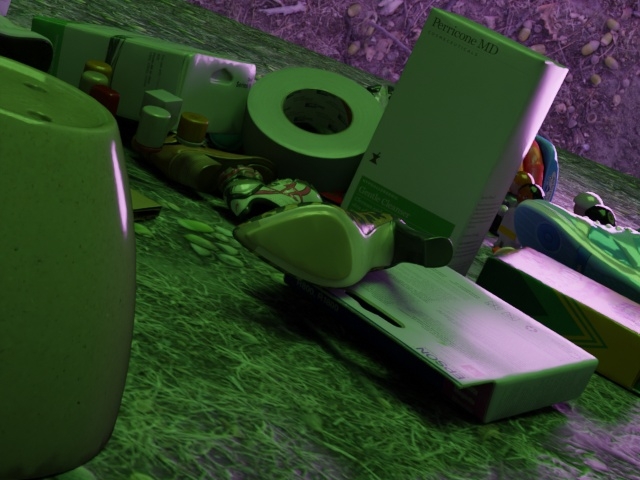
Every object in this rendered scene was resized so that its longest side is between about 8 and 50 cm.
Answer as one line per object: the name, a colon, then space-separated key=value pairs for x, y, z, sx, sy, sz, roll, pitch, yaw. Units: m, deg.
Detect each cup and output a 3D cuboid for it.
cup: x=-0.273 y=-0.012 z=0.929 sx=0.331 sy=0.237 sz=0.331 roll=22 pitch=14 yaw=-6

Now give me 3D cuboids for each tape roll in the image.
tape roll: x=-0.011 y=-0.173 z=1.905 sx=0.219 sy=0.072 sz=0.219 roll=8 pitch=44 yaw=-8

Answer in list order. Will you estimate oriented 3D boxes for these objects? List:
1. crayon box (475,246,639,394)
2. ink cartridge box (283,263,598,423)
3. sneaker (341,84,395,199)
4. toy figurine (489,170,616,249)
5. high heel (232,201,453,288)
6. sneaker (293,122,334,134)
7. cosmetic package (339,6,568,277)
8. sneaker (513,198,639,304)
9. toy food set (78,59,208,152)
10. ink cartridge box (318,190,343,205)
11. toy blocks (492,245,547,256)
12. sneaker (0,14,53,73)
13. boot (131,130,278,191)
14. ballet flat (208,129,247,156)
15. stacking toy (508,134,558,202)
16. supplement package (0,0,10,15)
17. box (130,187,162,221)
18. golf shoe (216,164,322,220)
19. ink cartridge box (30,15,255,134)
crayon box: x=0.398 y=0.119 z=1.817 sx=0.318 sy=0.081 sz=0.202 roll=29 pitch=15 yaw=20
ink cartridge box: x=0.121 y=0.101 z=1.478 sx=0.324 sy=0.071 sz=0.330 roll=34 pitch=21 yaw=33
sneaker: x=0.101 y=-0.136 z=2.058 sx=0.107 sy=0.110 sz=0.275 roll=5 pitch=51 yaw=11
toy figurine: x=0.423 y=-0.036 z=2.269 sx=0.209 sy=0.148 sz=0.213 roll=24 pitch=15 yaw=0
high heel: x=0.000 y=0.000 z=1.429 sx=0.261 sy=0.093 sz=0.186 roll=5 pitch=4 yaw=-23
sneaker: x=-0.001 y=-0.171 z=2.069 sx=0.130 sy=0.109 sz=0.286 roll=-5 pitch=28 yaw=-5
cosmetic package: x=0.190 y=-0.136 z=1.829 sx=0.197 sy=0.366 sz=0.155 roll=28 pitch=15 yaw=20
sneaker: x=0.501 y=0.008 z=2.119 sx=0.208 sy=0.127 sz=0.319 roll=-33 pitch=63 yaw=-32
toy food set: x=-0.271 y=-0.161 z=1.721 sx=0.232 sy=0.105 sz=0.111 roll=28 pitch=23 yaw=24
ink cartridge box: x=0.126 y=-0.073 z=2.120 sx=0.275 sy=0.060 sz=0.239 roll=27 pitch=14 yaw=13
toy blocks: x=0.334 y=0.042 z=2.041 sx=0.123 sy=0.054 sz=0.148 roll=21 pitch=14 yaw=-11
sneaker: x=-0.489 y=-0.272 z=1.635 sx=0.123 sy=0.106 sz=0.290 roll=29 pitch=7 yaw=22
boot: x=-0.167 y=-0.117 z=1.802 sx=0.152 sy=0.073 sz=0.197 roll=29 pitch=12 yaw=35
ballet flat: x=-0.142 y=-0.201 z=2.106 sx=0.124 sy=0.116 sz=0.342 roll=37 pitch=1 yaw=-34
stacking toy: x=0.325 y=-0.146 z=2.557 sx=0.301 sy=0.175 sz=0.166 roll=6 pitch=17 yaw=-20
supplement package: x=-0.673 y=-0.559 z=2.310 sx=0.194 sy=0.203 sz=0.149 roll=29 pitch=15 yaw=23
box: x=-0.316 y=-0.073 z=1.508 sx=0.201 sy=0.021 sz=0.164 roll=29 pitch=15 yaw=17
golf shoe: x=-0.064 y=-0.046 z=1.742 sx=0.186 sy=0.067 sz=0.086 roll=10 pitch=47 yaw=-44
ink cartridge box: x=-0.278 y=-0.254 z=1.905 sx=0.289 sy=0.122 sz=0.211 roll=18 pitch=11 yaw=26
